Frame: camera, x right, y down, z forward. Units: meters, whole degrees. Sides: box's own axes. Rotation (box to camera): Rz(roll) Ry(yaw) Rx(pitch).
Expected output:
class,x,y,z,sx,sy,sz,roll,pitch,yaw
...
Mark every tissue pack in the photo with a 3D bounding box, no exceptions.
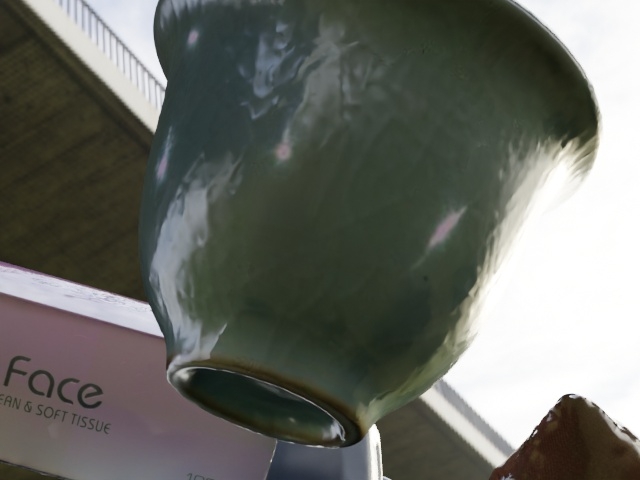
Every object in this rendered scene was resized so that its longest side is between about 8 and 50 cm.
class,x,y,z,sx,sy,sz,roll,pitch,yaw
tissue pack,-0.146,0.074,0.625,0.246,0.148,0.092,16,-90,-4

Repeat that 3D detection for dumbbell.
class,x,y,z,sx,sy,sz,roll,pitch,yaw
dumbbell,0.005,0.242,0.952,0.160,0.144,0.325,22,-19,25

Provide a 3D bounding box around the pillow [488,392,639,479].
class,x,y,z,sx,sy,sz,roll,pitch,yaw
pillow,0.167,0.270,0.734,0.305,0.108,0.308,31,-76,-29

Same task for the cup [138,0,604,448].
class,x,y,z,sx,sy,sz,roll,pitch,yaw
cup,0.000,0.000,0.435,0.199,0.150,0.199,16,-25,8
